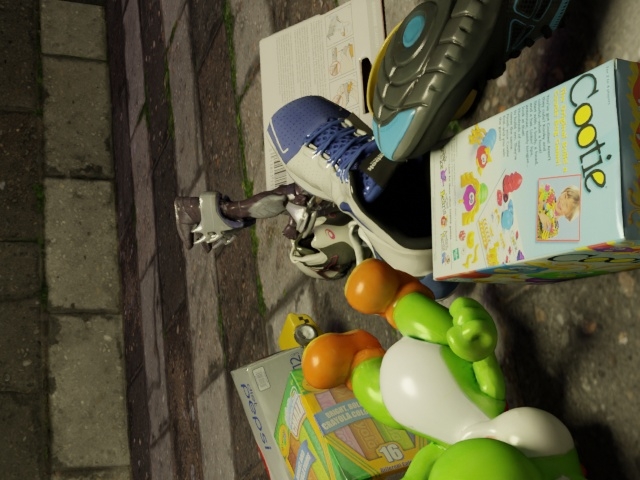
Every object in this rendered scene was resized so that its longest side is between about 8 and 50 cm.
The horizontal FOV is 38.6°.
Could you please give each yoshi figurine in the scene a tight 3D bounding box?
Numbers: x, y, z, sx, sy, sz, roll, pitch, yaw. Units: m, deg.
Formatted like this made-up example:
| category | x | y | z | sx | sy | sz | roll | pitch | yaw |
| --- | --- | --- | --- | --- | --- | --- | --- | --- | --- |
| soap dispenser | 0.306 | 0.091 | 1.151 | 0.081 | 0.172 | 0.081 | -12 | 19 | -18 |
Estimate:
| category | x | y | z | sx | sy | sz | roll | pitch | yaw |
| --- | --- | --- | --- | --- | --- | --- | --- | --- | --- |
| yoshi figurine | 0.117 | 0.174 | 0.882 | 0.362 | 0.203 | 0.204 | 42 | 158 | 39 |

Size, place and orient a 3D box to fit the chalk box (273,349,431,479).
| category | x | y | z | sx | sy | sz | roll | pitch | yaw |
| --- | --- | --- | --- | --- | --- | --- | --- | --- | --- |
| chalk box | 0.031 | 0.221 | 1.073 | 0.213 | 0.132 | 0.132 | 57 | 147 | 41 |

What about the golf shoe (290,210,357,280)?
| category | x | y | z | sx | sy | sz | roll | pitch | yaw |
| --- | --- | --- | --- | --- | --- | --- | --- | --- | --- |
| golf shoe | 0.000 | 0.000 | 1.381 | 0.273 | 0.120 | 0.105 | 156 | 112 | -66 |

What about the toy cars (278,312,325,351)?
| category | x | y | z | sx | sy | sz | roll | pitch | yaw |
| --- | --- | --- | --- | --- | --- | --- | --- | --- | --- |
| toy cars | 0.057 | 0.213 | 1.279 | 0.393 | 0.087 | 0.177 | 20 | 118 | 61 |

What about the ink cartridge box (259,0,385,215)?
| category | x | y | z | sx | sy | sz | roll | pitch | yaw |
| --- | --- | --- | --- | --- | --- | --- | --- | --- | --- |
| ink cartridge box | 0.020 | -0.208 | 1.418 | 0.261 | 0.066 | 0.297 | -14 | 74 | 40 |

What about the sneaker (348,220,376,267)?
| category | x | y | z | sx | sy | sz | roll | pitch | yaw |
| --- | --- | --- | --- | --- | --- | --- | --- | --- | --- |
| sneaker | 0.088 | -0.025 | 1.210 | 0.094 | 0.091 | 0.258 | 176 | 97 | -66 |

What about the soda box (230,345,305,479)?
| category | x | y | z | sx | sy | sz | roll | pitch | yaw |
| --- | --- | --- | --- | --- | --- | --- | --- | --- | --- |
| soda box | -0.028 | 0.298 | 1.281 | 0.286 | 0.091 | 0.098 | 69 | 158 | 3 |

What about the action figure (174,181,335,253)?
| category | x | y | z | sx | sy | sz | roll | pitch | yaw |
| --- | --- | --- | --- | --- | --- | --- | --- | --- | --- |
| action figure | -0.054 | -0.055 | 1.289 | 0.185 | 0.284 | 0.099 | -49 | -56 | -75 |

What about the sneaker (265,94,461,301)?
| category | x | y | z | sx | sy | sz | roll | pitch | yaw |
| --- | --- | --- | --- | --- | --- | --- | --- | --- | --- |
| sneaker | 0.062 | -0.085 | 1.083 | 0.315 | 0.127 | 0.182 | 49 | 168 | 24 |

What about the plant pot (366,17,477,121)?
| category | x | y | z | sx | sy | sz | roll | pitch | yaw |
| --- | --- | --- | --- | --- | --- | --- | --- | --- | --- |
| plant pot | 0.133 | -0.192 | 1.100 | 0.134 | 0.095 | 0.134 | -39 | 41 | 46 |

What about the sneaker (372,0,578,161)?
| category | x | y | z | sx | sy | sz | roll | pitch | yaw |
| --- | --- | --- | --- | --- | --- | --- | --- | --- | --- |
| sneaker | 0.173 | -0.213 | 0.877 | 0.341 | 0.139 | 0.125 | -59 | 31 | 16 |

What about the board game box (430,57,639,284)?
| category | x | y | z | sx | sy | sz | roll | pitch | yaw |
| --- | --- | --- | --- | --- | --- | --- | --- | --- | --- |
| board game box | 0.229 | -0.045 | 0.823 | 0.275 | 0.142 | 0.144 | 161 | 111 | -65 |
